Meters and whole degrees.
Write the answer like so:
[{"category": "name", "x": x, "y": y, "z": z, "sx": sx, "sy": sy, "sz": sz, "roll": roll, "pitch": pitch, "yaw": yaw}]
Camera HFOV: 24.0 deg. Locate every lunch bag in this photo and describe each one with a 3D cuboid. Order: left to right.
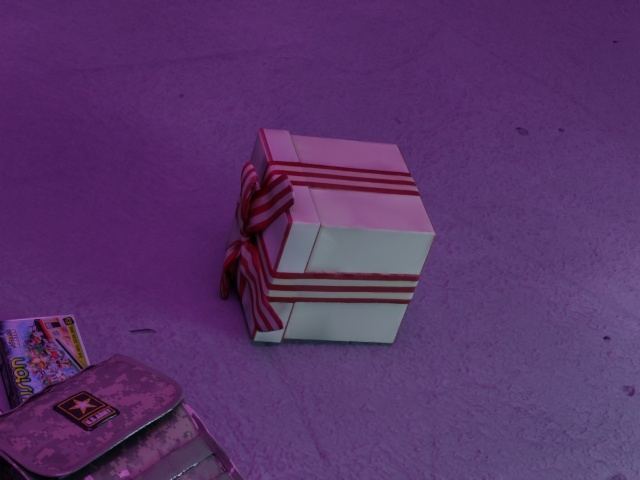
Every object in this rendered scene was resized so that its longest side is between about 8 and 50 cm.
[{"category": "lunch bag", "x": -0.243, "y": 0.282, "z": 1.756, "sx": 0.235, "sy": 0.169, "sz": 0.287, "roll": -30, "pitch": 79, "yaw": -43}]

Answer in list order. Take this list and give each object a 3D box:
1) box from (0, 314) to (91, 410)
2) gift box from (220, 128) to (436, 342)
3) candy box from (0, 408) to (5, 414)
[{"category": "box", "x": -0.359, "y": 0.185, "z": 1.997, "sx": 0.114, "sy": 0.036, "sz": 0.207, "roll": -4, "pitch": 42, "yaw": -24}, {"category": "gift box", "x": 0.000, "y": 0.000, "z": 2.182, "sx": 0.258, "sy": 0.255, "sz": 0.276, "roll": 4, "pitch": 33, "yaw": -18}, {"category": "candy box", "x": -0.414, "y": 0.295, "z": 1.757, "sx": 0.165, "sy": 0.070, "sz": 0.196, "roll": 50, "pitch": 40, "yaw": -7}]
